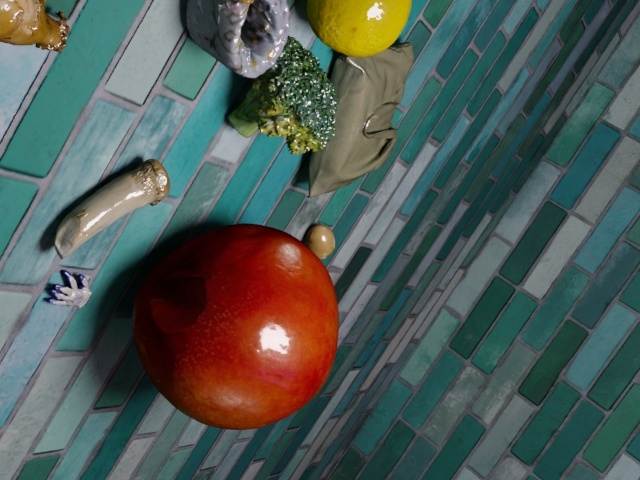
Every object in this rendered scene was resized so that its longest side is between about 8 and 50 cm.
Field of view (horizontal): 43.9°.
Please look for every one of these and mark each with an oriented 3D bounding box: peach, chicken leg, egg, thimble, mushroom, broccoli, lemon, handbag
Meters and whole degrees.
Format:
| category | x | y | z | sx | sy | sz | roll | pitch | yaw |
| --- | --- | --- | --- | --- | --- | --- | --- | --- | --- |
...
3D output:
| category | x | y | z | sx | sy | sz | roll | pitch | yaw |
| --- | --- | --- | --- | --- | --- | --- | --- | --- | --- |
| peach | -0.159 | 0.152 | 1.449 | 0.388 | 0.388 | 0.388 | -40 | 151 | -27 |
| chicken leg | -0.351 | -0.267 | 0.910 | 0.085 | 0.101 | 0.207 | -51 | 175 | 3 |
| egg | 0.000 | 0.000 | 1.845 | 0.071 | 0.071 | 0.083 | -33 | 147 | -36 |
| thimble | -0.123 | -0.329 | 1.168 | 0.127 | 0.117 | 0.151 | -37 | 151 | -30 |
| mushroom | -0.328 | -0.049 | 1.237 | 0.209 | 0.071 | 0.084 | -38 | -177 | -24 |
| broccoli | -0.072 | -0.236 | 1.349 | 0.194 | 0.220 | 0.194 | -35 | -167 | 9 |
| lemon | 0.066 | -0.407 | 1.327 | 0.178 | 0.178 | 0.203 | -21 | 141 | -48 |
| handbag | 0.087 | -0.250 | 1.637 | 0.253 | 0.109 | 0.316 | -28 | 139 | -48 |

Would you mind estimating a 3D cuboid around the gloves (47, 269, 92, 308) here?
| category | x | y | z | sx | sy | sz | roll | pitch | yaw |
| --- | --- | --- | --- | --- | --- | --- | --- | --- | --- |
| gloves | -0.411 | 0.080 | 1.304 | 0.064 | 0.026 | 0.086 | -56 | 150 | 3 |
